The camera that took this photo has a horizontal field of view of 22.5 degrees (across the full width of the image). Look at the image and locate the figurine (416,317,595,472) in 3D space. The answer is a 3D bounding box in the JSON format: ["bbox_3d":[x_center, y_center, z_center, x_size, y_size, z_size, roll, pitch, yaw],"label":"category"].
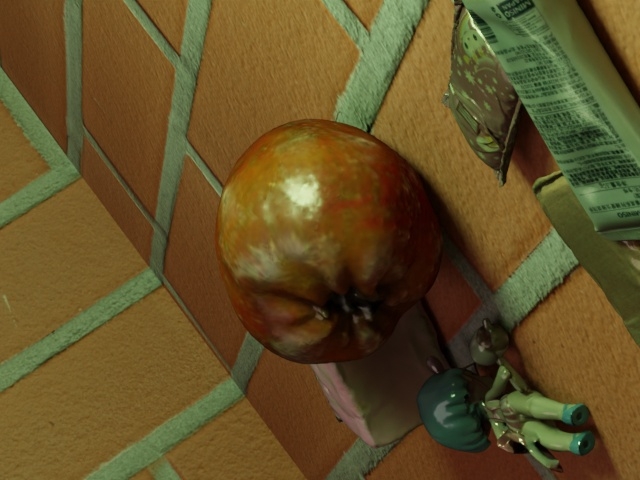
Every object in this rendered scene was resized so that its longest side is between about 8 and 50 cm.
[{"bbox_3d":[0.205,0.190,1.888,0.260,0.103,0.205,9,134,54],"label":"figurine"}]

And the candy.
[{"bbox_3d":[0.056,0.118,2.061,0.116,0.155,0.265,33,152,61],"label":"candy"}]

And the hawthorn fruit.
[{"bbox_3d":[0.000,0.000,1.820,0.284,0.284,0.284,48,161,22],"label":"hawthorn fruit"}]

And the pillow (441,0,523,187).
[{"bbox_3d":[0.157,-0.141,1.511,0.118,0.043,0.185,55,161,22],"label":"pillow"}]

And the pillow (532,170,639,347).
[{"bbox_3d":[0.278,0.020,1.498,0.211,0.034,0.135,54,158,-1],"label":"pillow"}]

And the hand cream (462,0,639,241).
[{"bbox_3d":[0.207,-0.138,1.353,0.124,0.078,0.340,-9,121,53],"label":"hand cream"}]
